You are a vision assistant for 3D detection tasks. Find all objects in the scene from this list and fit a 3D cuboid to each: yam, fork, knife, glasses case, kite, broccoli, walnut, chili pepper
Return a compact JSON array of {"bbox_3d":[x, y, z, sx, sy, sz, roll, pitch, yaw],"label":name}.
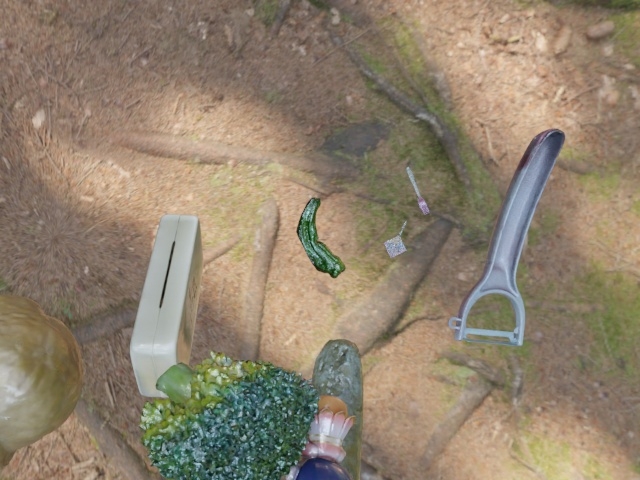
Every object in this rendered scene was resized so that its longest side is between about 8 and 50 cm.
[{"bbox_3d":[0.025,0.346,1.218,0.133,0.133,0.330,22,57,-21],"label":"yam"},{"bbox_3d":[0.210,-0.109,1.380,0.016,0.012,0.115,-29,107,-8],"label":"fork"},{"bbox_3d":[0.234,-0.006,0.791,0.123,0.053,0.278,8,100,-31],"label":"knife"},{"bbox_3d":[-0.248,0.099,1.058,0.070,0.313,0.131,1,132,-3],"label":"glasses case"},{"bbox_3d":[0.160,0.000,1.267,0.044,0.002,0.078,44,90,14],"label":"kite"},{"bbox_3d":[-0.120,0.205,0.723,0.219,0.194,0.194,8,87,-55],"label":"broccoli"},{"bbox_3d":[-0.679,0.288,1.309,0.381,0.381,0.381,0,90,-23],"label":"walnut"},{"bbox_3d":[-0.006,0.000,1.386,0.073,0.050,0.182,-19,97,22],"label":"chili pepper"}]

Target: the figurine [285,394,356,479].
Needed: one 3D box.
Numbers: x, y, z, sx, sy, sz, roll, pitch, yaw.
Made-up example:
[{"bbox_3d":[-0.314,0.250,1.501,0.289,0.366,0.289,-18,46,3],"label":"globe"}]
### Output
[{"bbox_3d":[-0.007,0.280,0.767,0.111,0.102,0.195,23,50,-27],"label":"figurine"}]
